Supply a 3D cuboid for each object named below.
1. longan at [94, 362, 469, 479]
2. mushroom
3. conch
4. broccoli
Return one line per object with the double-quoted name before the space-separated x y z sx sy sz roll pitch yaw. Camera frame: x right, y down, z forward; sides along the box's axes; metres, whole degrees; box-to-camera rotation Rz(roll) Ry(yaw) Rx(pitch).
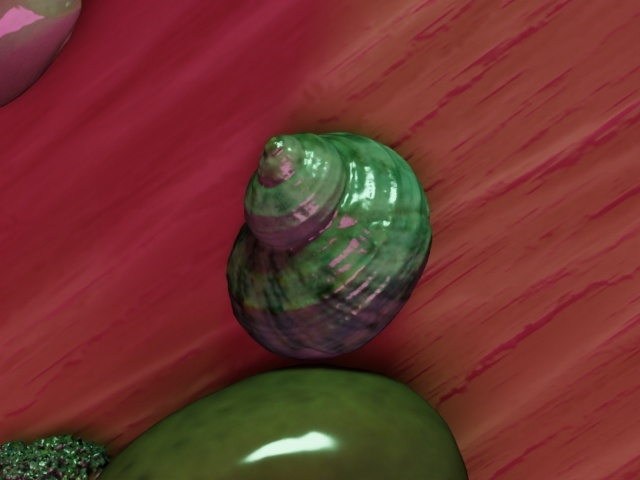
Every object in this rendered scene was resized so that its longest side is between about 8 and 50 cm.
"longan" -0.044 0.245 1.421 0.350 0.288 0.288 -39 101 -4
"mushroom" -0.261 -0.143 1.427 0.212 0.088 0.097 -35 92 21
"conch" -0.001 0.004 1.436 0.176 0.122 0.188 3 106 30
"broccoli" -0.231 0.241 1.542 0.154 0.167 0.160 -13 140 42
